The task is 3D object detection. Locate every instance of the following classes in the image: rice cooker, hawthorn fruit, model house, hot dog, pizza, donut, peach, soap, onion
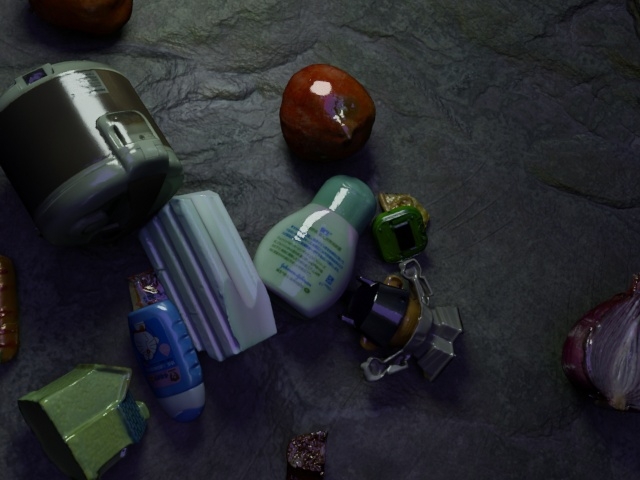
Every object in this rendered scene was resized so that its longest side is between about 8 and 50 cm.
[{"bbox_3d":[-0.468,-0.164,1.156,0.335,0.335,0.325,-32,84,-16],"label":"rice cooker"},{"bbox_3d":[-0.572,-0.585,1.293,0.261,0.224,0.224,-15,80,2],"label":"hawthorn fruit"},{"bbox_3d":[-0.463,0.359,1.135,0.189,0.195,0.214,-35,101,-40],"label":"model house"},{"bbox_3d":[-0.696,0.135,1.170,0.104,0.076,0.250,-5,81,-11],"label":"hot dog"},{"bbox_3d":[0.218,-0.071,1.412,0.099,0.036,0.160,-37,87,-16],"label":"pizza"},{"bbox_3d":[-0.034,0.518,1.181,0.085,0.141,0.217,3,68,-1],"label":"donut"},{"bbox_3d":[0.018,-0.287,1.308,0.232,0.232,0.256,-2,35,-11],"label":"peach"},{"bbox_3d":[-0.240,0.081,1.194,0.115,0.208,0.347,-20,80,-48],"label":"soap"},{"bbox_3d":[0.721,0.244,1.374,0.267,0.159,0.348,29,75,-16],"label":"onion"}]

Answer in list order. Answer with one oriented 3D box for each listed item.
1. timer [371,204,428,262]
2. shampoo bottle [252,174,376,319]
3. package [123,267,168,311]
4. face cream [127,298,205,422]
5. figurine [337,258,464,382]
[{"bbox_3d":[0.193,-0.012,1.349,0.128,0.047,0.140,-20,121,0],"label":"timer"},{"bbox_3d":[0.000,0.000,1.295,0.222,0.151,0.349,34,74,3],"label":"shampoo bottle"},{"bbox_3d":[-0.378,0.120,1.256,0.108,0.031,0.120,-16,81,-14],"label":"package"},{"bbox_3d":[-0.323,0.263,1.188,0.083,0.149,0.264,-23,92,-59],"label":"face cream"},{"bbox_3d":[0.184,0.185,1.294,0.308,0.143,0.308,12,61,-21],"label":"figurine"}]
